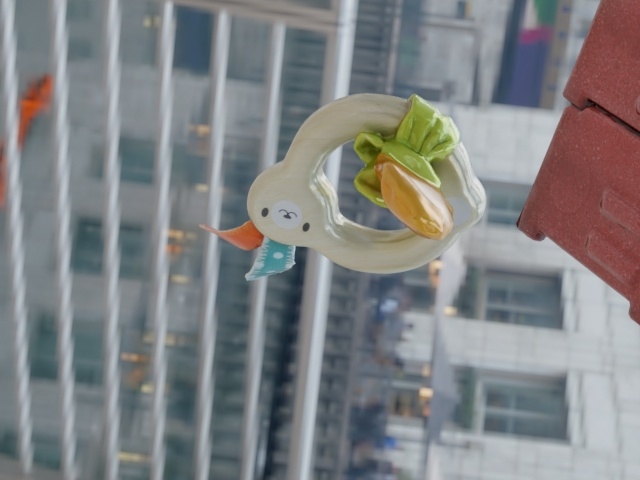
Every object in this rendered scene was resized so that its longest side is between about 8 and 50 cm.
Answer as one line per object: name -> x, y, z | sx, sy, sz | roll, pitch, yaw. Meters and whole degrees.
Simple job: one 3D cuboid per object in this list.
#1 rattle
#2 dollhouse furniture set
rattle -> 0.000, 0.000, 1.011 | 0.130, 0.200, 0.142 | 56, 26, -38
dollhouse furniture set -> 0.279, 0.012, 0.711 | 0.374, 0.201, 0.152 | 47, -54, 53
